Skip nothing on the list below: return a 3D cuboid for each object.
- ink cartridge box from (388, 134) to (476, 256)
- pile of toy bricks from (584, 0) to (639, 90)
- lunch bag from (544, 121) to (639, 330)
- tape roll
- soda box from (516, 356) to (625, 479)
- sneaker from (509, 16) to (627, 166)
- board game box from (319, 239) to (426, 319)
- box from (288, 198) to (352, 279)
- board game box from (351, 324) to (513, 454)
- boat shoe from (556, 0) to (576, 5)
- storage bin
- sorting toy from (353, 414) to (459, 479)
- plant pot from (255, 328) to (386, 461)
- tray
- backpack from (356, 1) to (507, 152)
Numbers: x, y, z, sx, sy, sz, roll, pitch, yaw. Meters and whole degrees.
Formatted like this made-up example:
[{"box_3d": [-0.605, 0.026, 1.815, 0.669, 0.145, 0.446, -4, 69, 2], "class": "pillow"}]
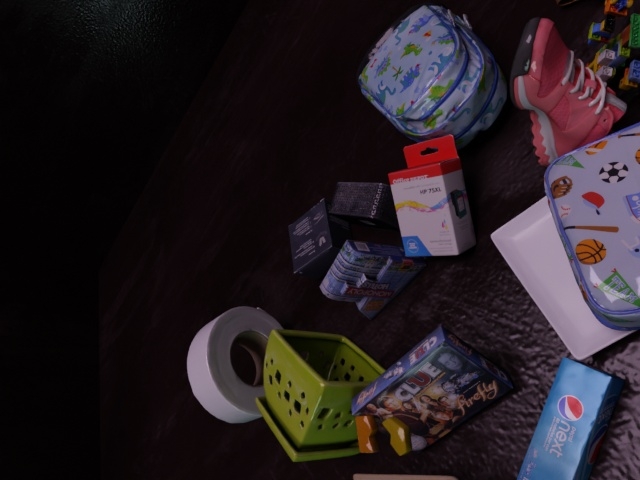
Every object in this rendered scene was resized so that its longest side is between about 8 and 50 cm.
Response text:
[{"box_3d": [0.225, -0.088, 0.935, 0.134, 0.078, 0.231, -5, 102, 49], "class": "ink cartridge box"}, {"box_3d": [0.506, -0.328, 0.778, 0.105, 0.118, 0.212, 103, -177, -77], "class": "pile of toy bricks"}, {"box_3d": [0.477, -0.024, 0.642, 0.243, 0.115, 0.303, -22, 54, 29], "class": "lunch bag"}, {"box_3d": [-0.198, 0.320, 1.185, 0.100, 0.286, 0.286, -35, 50, 37], "class": "tape roll"}, {"box_3d": [0.376, 0.290, 0.681, 0.071, 0.067, 0.210, 21, 91, 52], "class": "soda box"}, {"box_3d": [0.396, -0.228, 0.705, 0.136, 0.314, 0.116, 10, 72, 41], "class": "sneaker"}, {"box_3d": [0.107, 0.097, 1.025, 0.194, 0.194, 0.060, -63, 35, 32], "class": "board game box"}, {"box_3d": [0.000, 0.000, 1.239, 0.156, 0.093, 0.158, -36, 48, 35], "class": "box"}, {"box_3d": [0.195, 0.280, 0.826, 0.243, 0.165, 0.042, -49, 14, 25], "class": "board game box"}, {"box_3d": [0.528, -0.486, 0.846, 0.178, 0.064, 0.060, 17, 93, 58], "class": "boat shoe"}, {"box_3d": [0.121, -0.082, 1.105, 0.180, 0.122, 0.084, 12, 83, 52], "class": "storage bin"}, {"box_3d": [0.145, 0.444, 0.737, 0.229, 0.041, 0.307, -25, 64, 42], "class": "sorting toy"}, {"box_3d": [-0.002, 0.342, 0.995, 0.228, 0.227, 0.207, 33, 105, 52], "class": "plant pot"}, {"box_3d": [0.416, 0.050, 0.758, 0.145, 0.030, 0.270, -40, 47, 22], "class": "tray"}, {"box_3d": [0.243, -0.356, 1.009, 0.290, 0.273, 0.356, -41, 60, 23], "class": "backpack"}]
